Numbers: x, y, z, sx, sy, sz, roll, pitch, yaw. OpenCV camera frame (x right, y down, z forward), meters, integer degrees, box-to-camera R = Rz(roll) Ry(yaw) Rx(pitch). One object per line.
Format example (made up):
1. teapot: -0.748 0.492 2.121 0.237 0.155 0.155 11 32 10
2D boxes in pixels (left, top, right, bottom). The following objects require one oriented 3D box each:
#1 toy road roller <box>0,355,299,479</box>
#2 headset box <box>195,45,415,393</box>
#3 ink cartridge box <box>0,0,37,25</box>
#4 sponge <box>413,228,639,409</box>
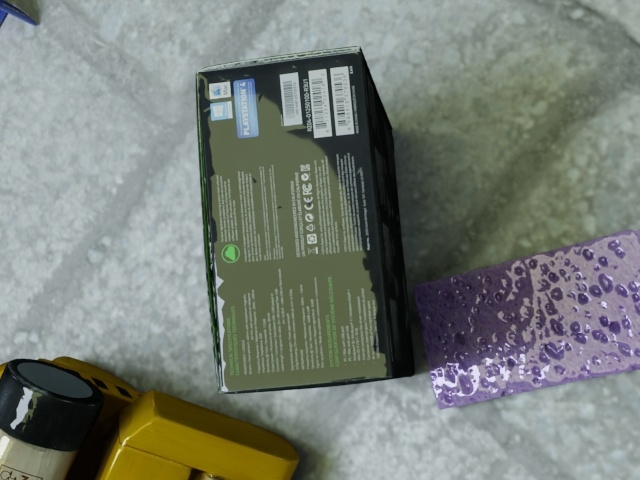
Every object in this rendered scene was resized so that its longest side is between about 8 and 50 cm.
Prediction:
1. toy road roller: -0.198 0.228 1.020 0.330 0.240 0.202 22 95 -13
2. headset box: 0.000 0.000 0.886 0.131 0.283 0.246 -6 83 8
3. ink cartridge box: -0.485 -0.324 1.182 0.311 0.186 0.065 36 97 23
4. sponge: 0.191 0.071 0.920 0.210 0.031 0.117 -15 79 22
